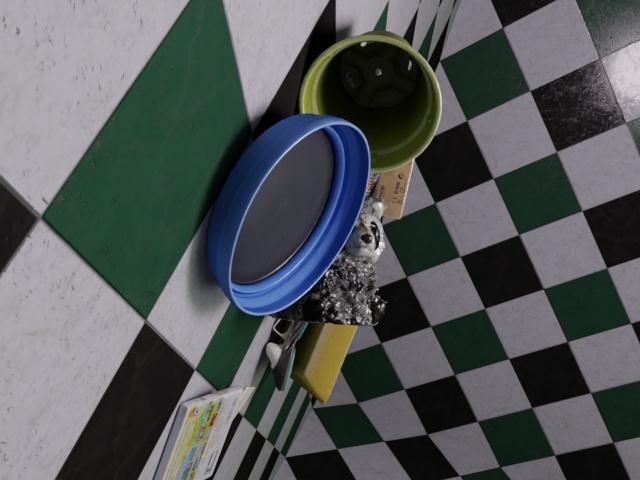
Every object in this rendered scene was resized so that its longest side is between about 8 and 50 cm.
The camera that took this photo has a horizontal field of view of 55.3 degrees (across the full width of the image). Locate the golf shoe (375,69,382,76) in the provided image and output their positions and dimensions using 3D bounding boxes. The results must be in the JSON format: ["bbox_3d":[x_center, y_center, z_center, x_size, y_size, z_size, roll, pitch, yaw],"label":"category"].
[{"bbox_3d":[0.184,-0.476,1.708,0.176,0.086,0.069,17,93,-81],"label":"golf shoe"}]

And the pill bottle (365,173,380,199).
[{"bbox_3d":[0.088,-0.183,1.610,0.246,0.130,0.130,-63,171,17],"label":"pill bottle"}]

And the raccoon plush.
[{"bbox_3d":[-0.017,0.045,1.456,0.216,0.446,0.299,9,81,-41],"label":"raccoon plush"}]

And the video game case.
[{"bbox_3d":[-0.266,0.435,1.317,0.206,0.026,0.227,5,107,-65],"label":"video game case"}]

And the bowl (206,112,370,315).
[{"bbox_3d":[-0.053,-0.048,1.119,0.391,0.077,0.391,-41,148,-32],"label":"bowl"}]

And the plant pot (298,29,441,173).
[{"bbox_3d":[0.112,-0.320,1.273,0.254,0.276,0.276,-74,179,-56],"label":"plant pot"}]

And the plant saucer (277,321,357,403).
[{"bbox_3d":[-0.026,0.281,1.861,0.333,0.081,0.333,15,-98,63],"label":"plant saucer"}]

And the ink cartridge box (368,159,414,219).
[{"bbox_3d":[0.197,-0.190,1.725,0.193,0.088,0.235,-111,-148,-81],"label":"ink cartridge box"}]

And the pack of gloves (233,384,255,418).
[{"bbox_3d":[-0.261,0.441,1.478,0.232,0.046,0.195,-56,167,-7],"label":"pack of gloves"}]

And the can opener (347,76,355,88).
[{"bbox_3d":[0.089,-0.353,1.570,0.093,0.074,0.280,-31,160,-8],"label":"can opener"}]

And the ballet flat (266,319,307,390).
[{"bbox_3d":[-0.103,0.295,1.790,0.095,0.096,0.281,135,-25,-78],"label":"ballet flat"}]
